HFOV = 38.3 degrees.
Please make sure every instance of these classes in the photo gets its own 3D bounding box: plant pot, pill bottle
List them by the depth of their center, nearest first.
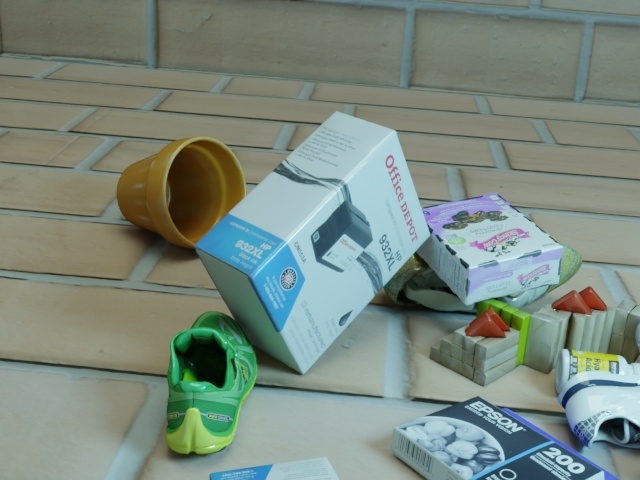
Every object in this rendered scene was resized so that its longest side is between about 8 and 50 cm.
[{"bbox_3d":[0.393,0.190,1.292,0.116,0.065,0.065,6,22,5],"label":"pill bottle"},{"bbox_3d":[-0.276,-0.087,1.733,0.188,0.205,0.205,1,15,40],"label":"plant pot"}]

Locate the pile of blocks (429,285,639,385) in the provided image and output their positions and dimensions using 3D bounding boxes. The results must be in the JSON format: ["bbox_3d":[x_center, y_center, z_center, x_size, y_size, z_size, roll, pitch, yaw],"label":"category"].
[{"bbox_3d":[0.343,0.119,1.398,0.362,0.113,0.149,-4,23,-20],"label":"pile of blocks"}]

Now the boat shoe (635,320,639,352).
[{"bbox_3d":[0.602,0.197,1.274,0.335,0.121,0.119,33,27,33],"label":"boat shoe"}]

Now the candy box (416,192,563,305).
[{"bbox_3d":[0.254,0.009,1.441,0.164,0.070,0.196,-11,32,-18],"label":"candy box"}]

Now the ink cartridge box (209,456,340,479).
[{"bbox_3d":[-0.022,0.315,0.897,0.134,0.078,0.231,-4,23,-17],"label":"ink cartridge box"}]

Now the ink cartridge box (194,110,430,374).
[{"bbox_3d":[0.000,0.000,1.330,0.129,0.223,0.307,24,60,40],"label":"ink cartridge box"}]

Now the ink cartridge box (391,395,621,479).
[{"bbox_3d":[0.230,0.261,1.118,0.208,0.045,0.206,-11,26,-36],"label":"ink cartridge box"}]

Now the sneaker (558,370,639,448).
[{"bbox_3d":[0.434,0.228,1.205,0.235,0.090,0.095,-4,35,-8],"label":"sneaker"}]

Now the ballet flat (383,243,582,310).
[{"bbox_3d":[0.270,0.069,1.532,0.348,0.123,0.123,2,22,-4],"label":"ballet flat"}]

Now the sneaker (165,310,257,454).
[{"bbox_3d":[-0.138,0.159,1.204,0.109,0.124,0.295,2,21,-3],"label":"sneaker"}]
